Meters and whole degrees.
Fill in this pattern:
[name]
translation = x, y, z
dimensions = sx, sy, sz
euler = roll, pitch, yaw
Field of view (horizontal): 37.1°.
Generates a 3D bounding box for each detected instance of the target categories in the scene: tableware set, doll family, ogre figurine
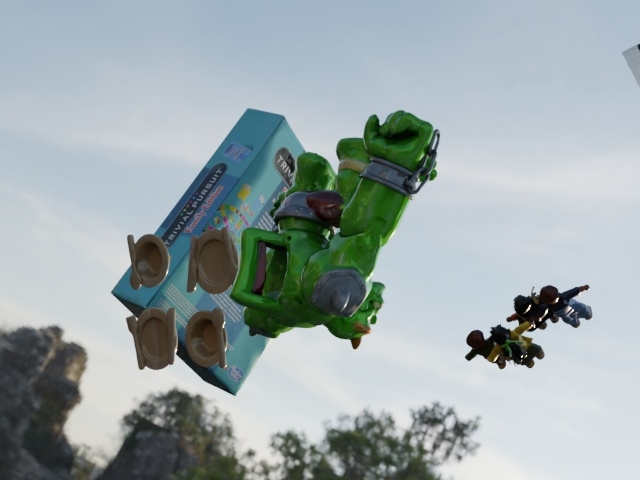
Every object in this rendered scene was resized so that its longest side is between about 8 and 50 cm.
[tableware set]
translation = -0.140, 0.060, 0.951
dimensions = 0.168, 0.141, 0.020
euler = -5, -3, 38
[doll family]
translation = 0.283, 0.115, 1.301
dimensions = 0.111, 0.193, 0.076
euler = 33, 15, -41
[ogre figurine]
translation = 0.000, 0.000, 0.590
dimensions = 0.097, 0.118, 0.197
euler = 35, -24, -35

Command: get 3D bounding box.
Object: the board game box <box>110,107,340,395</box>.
[board game box]
translation = -0.116, 0.019, 1.389
dimensions = 0.079, 0.336, 0.254
euler = 17, -25, 38

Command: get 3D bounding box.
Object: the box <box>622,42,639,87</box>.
[box]
translation = 0.388, -0.202, 1.129
dimensions = 0.067, 0.018, 0.083
euler = 62, 7, -1
